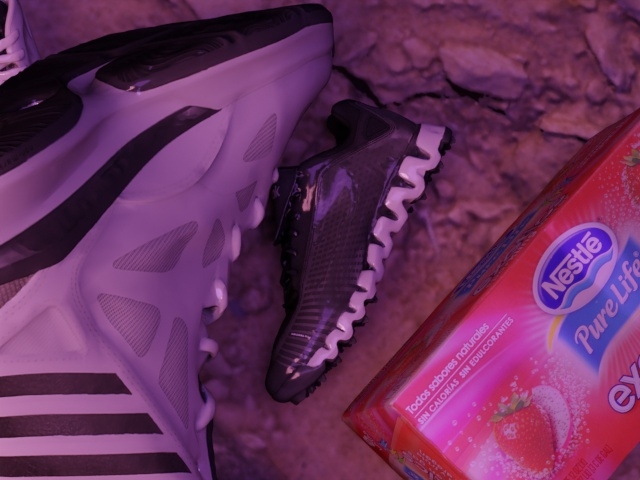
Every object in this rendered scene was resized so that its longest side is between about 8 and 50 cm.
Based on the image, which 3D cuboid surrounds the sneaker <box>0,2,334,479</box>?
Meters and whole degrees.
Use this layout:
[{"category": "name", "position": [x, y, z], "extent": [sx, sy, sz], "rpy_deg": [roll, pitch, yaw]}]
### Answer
[{"category": "sneaker", "position": [-0.112, 0.016, 0.994], "extent": [0.447, 0.169, 0.257], "rpy_deg": [-38, 119, -52]}]

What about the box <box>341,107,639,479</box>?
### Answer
[{"category": "box", "position": [0.173, 0.058, 1.099], "extent": [0.142, 0.154, 0.300], "rpy_deg": [44, 76, -2]}]

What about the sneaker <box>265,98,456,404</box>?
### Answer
[{"category": "sneaker", "position": [0.000, 0.000, 1.112], "extent": [0.106, 0.078, 0.234], "rpy_deg": [28, 72, -3]}]

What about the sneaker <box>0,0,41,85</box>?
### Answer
[{"category": "sneaker", "position": [-0.220, -0.099, 1.069], "extent": [0.090, 0.095, 0.235], "rpy_deg": [-20, 87, -17]}]
